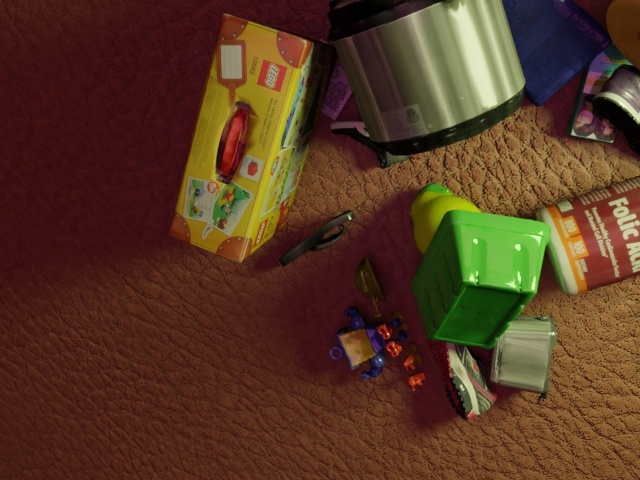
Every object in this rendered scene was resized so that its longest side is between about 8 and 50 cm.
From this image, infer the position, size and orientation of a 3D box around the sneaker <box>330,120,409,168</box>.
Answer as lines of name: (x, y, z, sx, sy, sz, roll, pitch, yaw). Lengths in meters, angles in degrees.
sneaker: (0.131, -0.243, 1.652, 0.217, 0.079, 0.121, 3, 101, 10)

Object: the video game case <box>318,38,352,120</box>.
video game case: (0.020, -0.414, 1.670, 0.143, 0.019, 0.157, 34, 107, 4)

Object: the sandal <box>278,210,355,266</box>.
sandal: (0.000, 0.000, 1.728, 0.255, 0.097, 0.054, -36, 92, 27)

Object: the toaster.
toaster: (0.517, 0.295, 1.662, 0.147, 0.129, 0.226, 6, 105, 14)

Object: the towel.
towel: (0.487, -0.492, 1.502, 0.308, 0.076, 0.228, 44, 131, -2)

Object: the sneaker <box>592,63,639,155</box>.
sneaker: (0.750, -0.288, 1.472, 0.283, 0.107, 0.124, 35, 86, -28)

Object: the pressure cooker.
pressure cooker: (0.219, -0.436, 1.389, 0.370, 0.375, 0.420, -23, 109, 5)

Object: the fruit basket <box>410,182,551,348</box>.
fruit basket: (0.357, 0.029, 1.573, 0.283, 0.392, 0.391, 9, 103, -3)

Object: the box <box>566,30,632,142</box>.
box: (0.667, -0.360, 1.527, 0.101, 0.060, 0.244, 13, 104, 9)

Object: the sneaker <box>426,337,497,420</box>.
sneaker: (0.369, 0.317, 1.714, 0.112, 0.121, 0.299, -21, 96, -14)

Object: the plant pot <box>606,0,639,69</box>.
plant pot: (0.734, -0.473, 1.319, 0.203, 0.291, 0.291, -40, 91, 0)

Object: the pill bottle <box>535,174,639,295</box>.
pill bottle: (0.725, -0.030, 1.499, 0.392, 0.224, 0.224, -20, 97, 15)

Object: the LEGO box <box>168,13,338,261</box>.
LEGO box: (-0.148, -0.251, 1.545, 0.193, 0.372, 0.499, 21, 108, 7)

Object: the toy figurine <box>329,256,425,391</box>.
toy figurine: (0.102, 0.252, 1.713, 0.217, 0.191, 0.362, -24, 95, 20)
